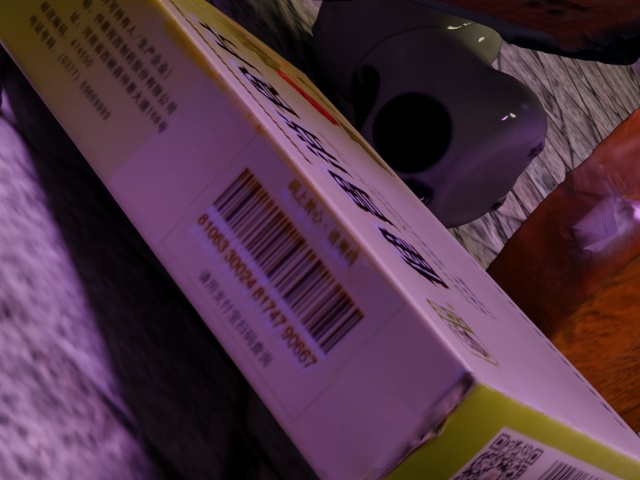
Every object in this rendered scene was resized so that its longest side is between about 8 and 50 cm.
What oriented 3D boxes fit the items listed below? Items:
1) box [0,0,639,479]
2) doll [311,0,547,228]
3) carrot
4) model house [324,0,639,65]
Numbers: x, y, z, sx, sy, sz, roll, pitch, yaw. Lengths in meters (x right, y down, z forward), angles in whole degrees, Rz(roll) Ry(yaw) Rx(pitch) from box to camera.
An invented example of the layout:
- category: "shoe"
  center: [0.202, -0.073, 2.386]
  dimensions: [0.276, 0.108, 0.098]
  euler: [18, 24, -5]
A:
- category: "box"
  center: [0.000, 0.001, 0.579]
  dimensions: [0.260, 0.062, 0.175]
  euler: [51, 12, 33]
- category: "doll"
  center: [0.061, -0.094, 0.927]
  dimensions: [0.107, 0.110, 0.180]
  euler: [-3, 55, -26]
- category: "carrot"
  center: [0.167, 0.011, 0.798]
  dimensions: [0.100, 0.258, 0.307]
  euler: [46, 9, 23]
- category: "model house"
  center: [0.137, -0.181, 0.808]
  dimensions: [0.291, 0.184, 0.253]
  euler: [20, -8, -23]
